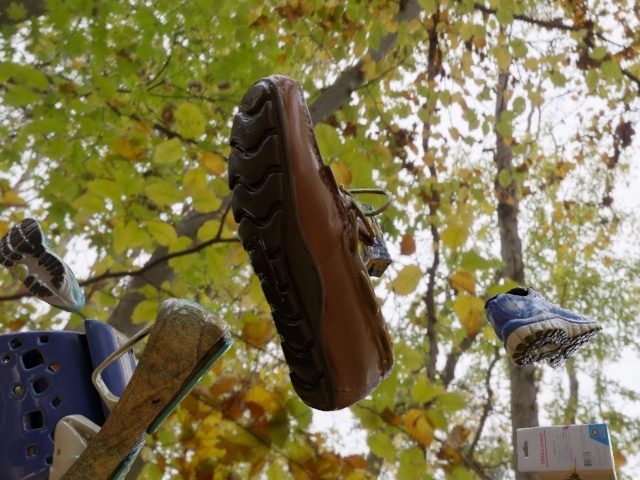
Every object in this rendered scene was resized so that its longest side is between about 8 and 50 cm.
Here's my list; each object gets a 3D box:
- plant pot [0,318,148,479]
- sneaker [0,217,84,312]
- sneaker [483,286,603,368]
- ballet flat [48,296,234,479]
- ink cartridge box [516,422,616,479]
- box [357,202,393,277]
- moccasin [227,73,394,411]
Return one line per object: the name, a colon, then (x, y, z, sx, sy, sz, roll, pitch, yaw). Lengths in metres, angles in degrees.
plant pot: (-0.403, 0.256, 1.044, 0.212, 0.236, 0.236, -16, -14, -10)
sneaker: (-0.567, 0.055, 1.312, 0.107, 0.275, 0.110, -41, -36, -10)
sneaker: (0.418, 0.149, 1.225, 0.330, 0.147, 0.130, 17, -58, -48)
ballet flat: (-0.245, 0.217, 0.776, 0.123, 0.123, 0.348, 38, -93, -16)
ink cartridge box: (0.507, 0.444, 1.343, 0.181, 0.104, 0.061, -10, -48, 24)
box: (0.100, -0.002, 1.414, 0.054, 0.169, 0.059, 9, -45, -26)
moccasin: (0.002, 0.000, 0.740, 0.139, 0.147, 0.380, -14, -84, 55)
